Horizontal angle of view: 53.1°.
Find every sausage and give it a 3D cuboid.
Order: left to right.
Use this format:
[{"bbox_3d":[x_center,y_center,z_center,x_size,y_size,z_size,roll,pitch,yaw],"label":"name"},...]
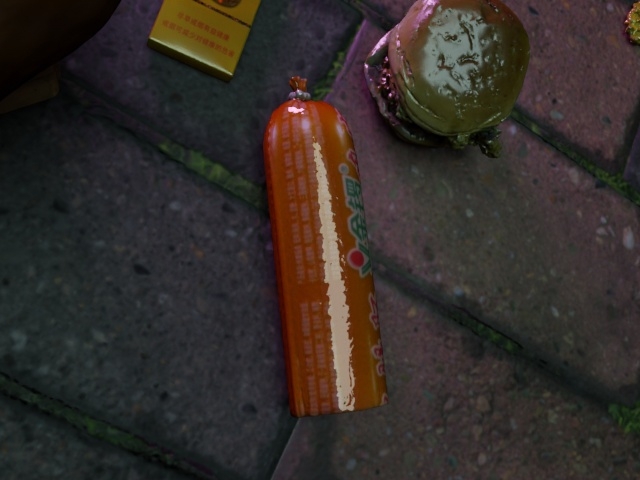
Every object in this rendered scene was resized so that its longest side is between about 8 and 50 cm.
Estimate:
[{"bbox_3d":[0.000,0.000,0.596,0.093,0.093,0.312,-4,83,-21],"label":"sausage"}]

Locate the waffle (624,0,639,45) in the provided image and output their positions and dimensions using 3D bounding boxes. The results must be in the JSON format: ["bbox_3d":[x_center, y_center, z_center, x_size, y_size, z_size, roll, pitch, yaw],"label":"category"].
[{"bbox_3d":[0.435,-0.276,0.836,0.085,0.016,0.078,33,73,-14],"label":"waffle"}]

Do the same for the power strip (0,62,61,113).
[{"bbox_3d":[-0.345,-0.098,0.493,0.305,0.044,0.064,-26,55,-25],"label":"power strip"}]

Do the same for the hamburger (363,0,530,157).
[{"bbox_3d":[0.136,-0.160,0.649,0.159,0.131,0.185,-37,99,-18],"label":"hamburger"}]

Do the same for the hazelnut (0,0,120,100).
[{"bbox_3d":[-0.302,-0.220,0.363,0.359,0.409,0.359,-26,132,-34],"label":"hazelnut"}]

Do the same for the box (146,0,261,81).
[{"bbox_3d":[-0.103,-0.242,0.631,0.087,0.023,0.155,21,75,-13],"label":"box"}]
